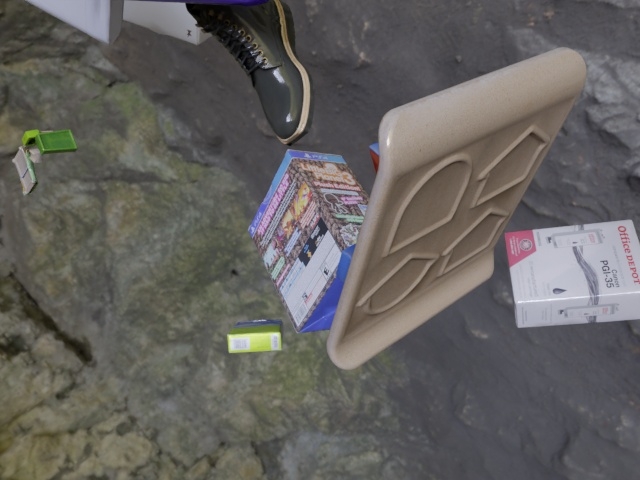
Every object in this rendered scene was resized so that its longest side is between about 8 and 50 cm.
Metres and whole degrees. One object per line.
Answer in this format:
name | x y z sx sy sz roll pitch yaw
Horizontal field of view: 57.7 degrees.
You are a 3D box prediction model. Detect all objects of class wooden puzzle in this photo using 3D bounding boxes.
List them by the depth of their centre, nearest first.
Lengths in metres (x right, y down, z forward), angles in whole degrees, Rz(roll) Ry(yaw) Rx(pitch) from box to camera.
wooden puzzle | 0.140 -0.039 0.686 0.080 0.322 0.348 41 142 31

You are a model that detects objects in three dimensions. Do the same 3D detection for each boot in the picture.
boot | -0.087 -0.208 0.654 0.077 0.137 0.198 -32 64 34

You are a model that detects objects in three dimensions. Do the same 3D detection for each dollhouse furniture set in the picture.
dollhouse furniture set | -0.487 -0.146 1.024 0.152 0.058 0.076 -30 80 45

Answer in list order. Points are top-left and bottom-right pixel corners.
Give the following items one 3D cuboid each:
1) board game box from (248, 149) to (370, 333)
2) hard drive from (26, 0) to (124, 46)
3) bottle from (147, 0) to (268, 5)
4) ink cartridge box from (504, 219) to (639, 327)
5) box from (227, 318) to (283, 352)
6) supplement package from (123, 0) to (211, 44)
board game box | 0.000 0.000 1.180 0.232 0.141 0.291 -59 46 35
hard drive | -0.404 -0.398 0.689 0.353 0.047 0.233 27 156 -12
bottle | -0.184 -0.288 0.548 0.092 0.283 0.118 110 158 -67
ink cartridge box | 0.579 0.075 1.327 0.283 0.207 0.117 -7 141 16
box | -0.135 0.203 1.245 0.178 0.109 0.042 180 87 -88
supplement package | -0.239 -0.537 1.139 0.177 0.293 0.175 21 134 10
